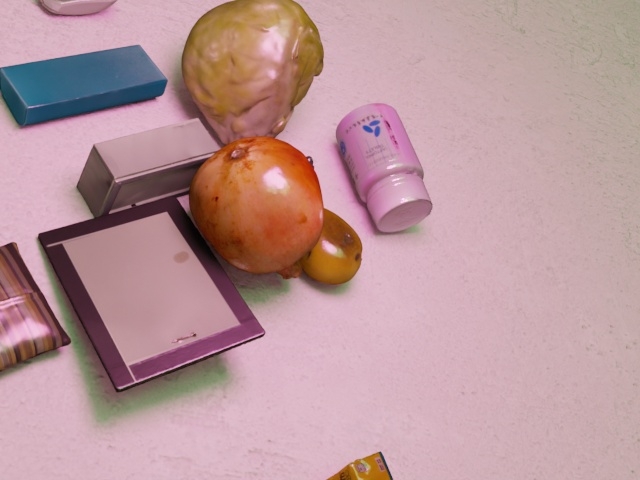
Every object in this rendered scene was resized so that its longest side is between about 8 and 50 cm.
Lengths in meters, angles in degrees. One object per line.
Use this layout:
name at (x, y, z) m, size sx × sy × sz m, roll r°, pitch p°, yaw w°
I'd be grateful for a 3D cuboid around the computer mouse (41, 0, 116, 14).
computer mouse at (-0.503, -0.507, 1.742) m, size 0.181 × 0.056 × 0.089 m, roll -18°, pitch 67°, yaw -29°

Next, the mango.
mango at (0.000, 0.000, 1.646) m, size 0.195 × 0.098 × 0.137 m, roll 45°, pitch 52°, yaw 13°

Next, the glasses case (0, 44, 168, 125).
glasses case at (-0.454, -0.299, 1.618) m, size 0.301 × 0.070 × 0.117 m, roll -22°, pitch 65°, yaw -37°

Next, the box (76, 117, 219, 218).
box at (-0.313, -0.130, 1.532) m, size 0.225 × 0.129 × 0.086 m, roll -22°, pitch 71°, yaw -39°

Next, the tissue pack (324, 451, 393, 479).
tissue pack at (0.075, 0.445, 1.352) m, size 0.082 × 0.120 × 0.169 m, roll -5°, pitch 62°, yaw -35°

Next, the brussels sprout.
brussels sprout at (-0.147, -0.355, 1.716) m, size 0.273 × 0.317 × 0.242 m, roll 31°, pitch 13°, yaw 16°

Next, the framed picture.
framed picture at (-0.286, 0.074, 1.404) m, size 0.265 × 0.016 × 0.347 m, roll -19°, pitch 55°, yaw -30°

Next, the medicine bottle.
medicine bottle at (0.137, -0.156, 1.802) m, size 0.152 × 0.152 × 0.255 m, roll -2°, pitch 59°, yaw -31°

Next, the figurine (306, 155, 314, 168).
figurine at (-0.069, -0.131, 1.729) m, size 0.136 × 0.077 × 0.079 m, roll -13°, pitch 100°, yaw -53°

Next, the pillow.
pillow at (-0.521, 0.111, 1.287) m, size 0.212 × 0.052 × 0.208 m, roll -21°, pitch 67°, yaw -40°

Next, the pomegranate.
pomegranate at (-0.103, -0.047, 1.518) m, size 0.229 × 0.252 × 0.270 m, roll -36°, pitch 121°, yaw -17°
